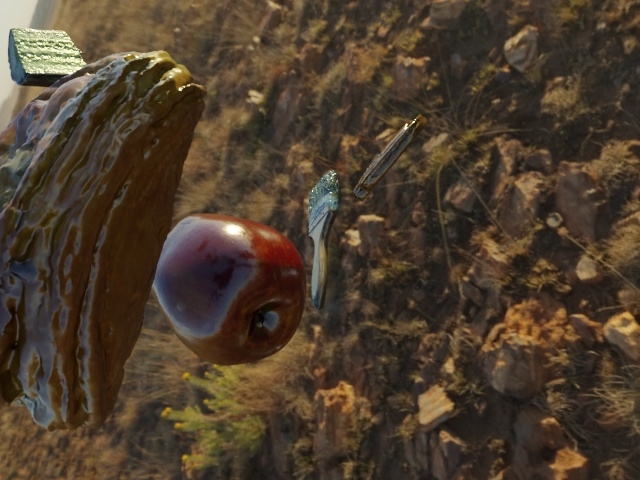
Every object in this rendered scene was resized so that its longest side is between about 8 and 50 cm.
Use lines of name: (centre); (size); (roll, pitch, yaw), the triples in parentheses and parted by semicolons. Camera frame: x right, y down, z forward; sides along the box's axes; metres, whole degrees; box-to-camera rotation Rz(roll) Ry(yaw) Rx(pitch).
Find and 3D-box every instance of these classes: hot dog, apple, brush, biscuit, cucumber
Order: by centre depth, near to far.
hot dog: (-0.172, -0.017, 0.387); (0.196, 0.122, 0.272); (8, 80, 46)
brush: (0.000, 0.000, 0.678); (0.070, 0.021, 0.196); (-49, 28, 45)
biscuit: (0.087, -0.108, 0.754); (0.124, 0.026, 0.175); (-49, -1, -21)
cucumber: (-0.467, -0.303, 0.956); (0.062, 0.115, 0.116); (-51, 59, 42)
apple: (-0.173, 0.087, 1.060); (0.317, 0.288, 0.288); (28, 98, 43)
